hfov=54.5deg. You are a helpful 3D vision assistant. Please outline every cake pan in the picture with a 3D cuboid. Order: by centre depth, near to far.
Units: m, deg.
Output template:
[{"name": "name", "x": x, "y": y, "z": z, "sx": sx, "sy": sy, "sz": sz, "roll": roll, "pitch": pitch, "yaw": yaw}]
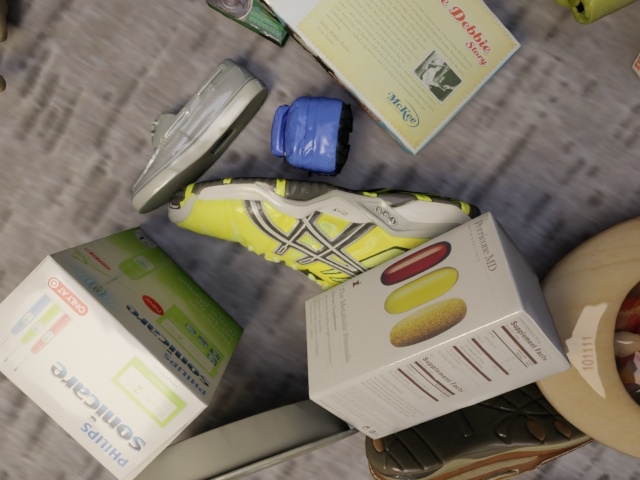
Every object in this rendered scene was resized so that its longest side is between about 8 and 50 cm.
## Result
[{"name": "cake pan", "x": -0.098, "y": 0.255, "z": 0.745, "sx": 0.294, "sy": 0.293, "sz": 0.054, "roll": -21, "pitch": 72, "yaw": 3}]

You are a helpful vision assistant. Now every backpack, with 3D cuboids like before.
[{"name": "backpack", "x": -0.011, "y": -0.126, "z": 0.761, "sx": 0.101, "sy": 0.120, "sz": 0.097, "roll": 2, "pitch": 98, "yaw": 0}]

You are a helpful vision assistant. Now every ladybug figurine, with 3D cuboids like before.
[{"name": "ladybug figurine", "x": 0.463, "y": 0.110, "z": 0.756, "sx": 0.450, "sy": 0.162, "sz": 0.304, "roll": -1, "pitch": 88, "yaw": 1}]

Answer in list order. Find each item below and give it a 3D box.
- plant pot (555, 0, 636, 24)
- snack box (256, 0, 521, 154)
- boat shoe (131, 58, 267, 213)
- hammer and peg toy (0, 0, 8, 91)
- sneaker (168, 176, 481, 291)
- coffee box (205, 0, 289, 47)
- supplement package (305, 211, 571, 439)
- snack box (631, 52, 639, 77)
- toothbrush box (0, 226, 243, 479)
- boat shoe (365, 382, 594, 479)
[{"name": "plant pot", "x": 0.358, "y": -0.384, "z": 0.674, "sx": 0.254, "sy": 0.276, "sz": 0.276, "roll": -32, "pitch": 96, "yaw": 16}, {"name": "snack box", "x": 0.065, "y": -0.280, "z": 0.745, "sx": 0.322, "sy": 0.060, "sz": 0.187, "roll": 43, "pitch": 95, "yaw": -14}, {"name": "boat shoe", "x": -0.169, "y": -0.134, "z": 0.790, "sx": 0.081, "sy": 0.079, "sz": 0.227, "roll": 44, "pitch": 91, "yaw": 5}, {"name": "hammer and peg toy", "x": -0.499, "y": -0.313, "z": 0.731, "sx": 0.266, "sy": 0.127, "sz": 0.360, "roll": 3, "pitch": 116, "yaw": 0}, {"name": "sneaker", "x": 0.000, "y": 0.000, "z": 0.767, "sx": 0.385, "sy": 0.145, "sz": 0.147, "roll": 7, "pitch": 97, "yaw": 1}, {"name": "coffee box", "x": -0.053, "y": -0.351, "z": 0.773, "sx": 0.113, "sy": 0.040, "sz": 0.184, "roll": 29, "pitch": 97, "yaw": -3}, {"name": "supplement package", "x": 0.120, "y": 0.101, "z": 0.691, "sx": 0.244, "sy": 0.139, "sz": 0.134, "roll": -29, "pitch": 132, "yaw": 23}, {"name": "snack box", "x": 0.416, "y": -0.250, "z": 0.715, "sx": 0.064, "sy": 0.178, "sz": 0.022, "roll": -28, "pitch": 74, "yaw": 4}, {"name": "toothbrush box", "x": -0.215, "y": 0.107, "z": 0.712, "sx": 0.122, "sy": 0.283, "sz": 0.206, "roll": -44, "pitch": 94, "yaw": 6}, {"name": "boat shoe", "x": 0.215, "y": 0.261, "z": 0.822, "sx": 0.324, "sy": 0.122, "sz": 0.119, "roll": -9, "pitch": 129, "yaw": -7}]
